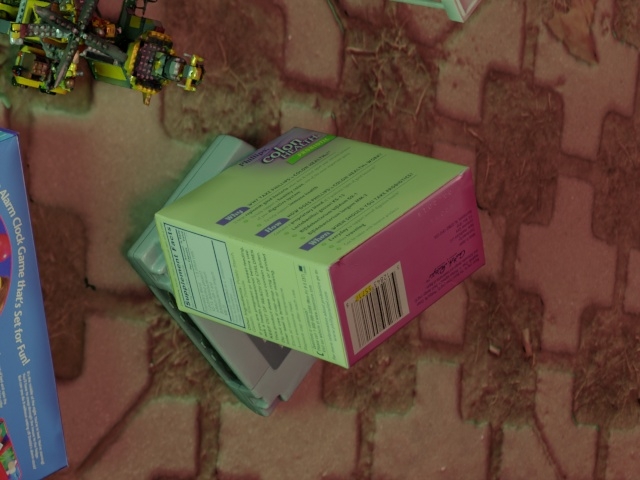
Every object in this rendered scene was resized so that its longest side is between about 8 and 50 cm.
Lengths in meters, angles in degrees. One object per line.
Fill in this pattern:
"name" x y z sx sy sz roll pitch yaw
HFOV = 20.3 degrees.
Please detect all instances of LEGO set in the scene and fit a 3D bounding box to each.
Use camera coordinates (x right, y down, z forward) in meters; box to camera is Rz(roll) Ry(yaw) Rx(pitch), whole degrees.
"LEGO set" -0.155 -0.275 1.632 0.255 0.192 0.331 24 85 -49

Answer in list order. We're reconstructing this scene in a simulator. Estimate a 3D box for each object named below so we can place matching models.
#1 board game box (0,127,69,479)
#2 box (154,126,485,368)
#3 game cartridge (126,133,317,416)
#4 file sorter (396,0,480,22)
"board game box" -0.362 0.092 1.615 0.233 0.078 0.347 -25 121 -40
"box" 0.000 0.000 1.781 0.213 0.243 0.117 -35 127 -36
"game cartridge" -0.075 0.033 1.934 0.198 0.062 0.297 -57 137 -24
"file sorter" 0.090 -0.405 1.875 0.193 0.173 0.277 -52 135 -24
